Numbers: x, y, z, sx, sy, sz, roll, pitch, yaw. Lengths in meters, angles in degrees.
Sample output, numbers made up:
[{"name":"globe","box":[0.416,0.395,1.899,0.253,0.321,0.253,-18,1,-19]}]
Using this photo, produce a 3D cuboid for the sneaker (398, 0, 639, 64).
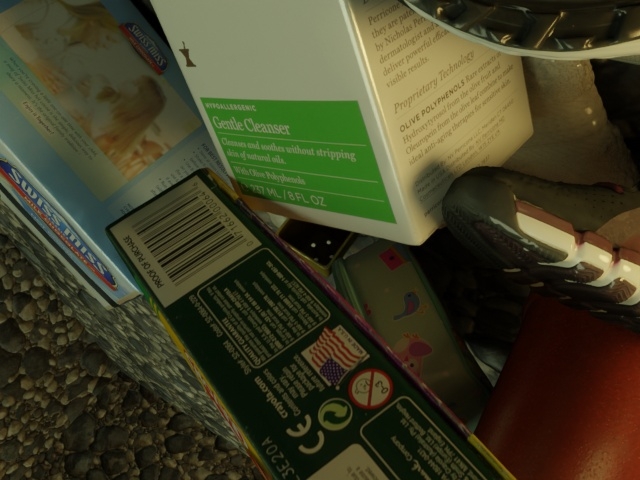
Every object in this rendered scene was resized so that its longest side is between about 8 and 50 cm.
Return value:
[{"name":"sneaker","box":[0.144,-0.124,0.313,0.271,0.100,0.108,12,-172,2]}]

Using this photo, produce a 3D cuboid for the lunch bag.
[{"name":"lunch bag","box":[0.113,0.135,0.752,0.279,0.107,0.224,58,-174,-48]}]

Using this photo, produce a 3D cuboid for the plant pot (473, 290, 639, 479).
[{"name":"plant pot","box":[0.256,0.164,0.558,0.272,0.265,0.272,30,151,18]}]

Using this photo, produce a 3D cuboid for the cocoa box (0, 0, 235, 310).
[{"name":"cocoa box","box":[-0.275,-0.117,0.825,0.347,0.231,0.228,50,153,-10]}]

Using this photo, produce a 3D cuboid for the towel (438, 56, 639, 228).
[{"name":"towel","box":[0.125,-0.089,0.587,0.282,0.049,0.187,0,134,51]}]

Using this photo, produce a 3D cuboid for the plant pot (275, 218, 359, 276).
[{"name":"plant pot","box":[0.000,0.000,0.846,0.081,0.082,0.083,32,163,15]}]

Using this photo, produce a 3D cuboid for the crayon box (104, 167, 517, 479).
[{"name":"crayon box","box":[0.005,0.159,0.520,0.363,0.106,0.313,43,161,40]}]

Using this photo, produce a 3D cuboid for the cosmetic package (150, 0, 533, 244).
[{"name":"cosmetic package","box":[-0.011,-0.199,0.420,0.196,0.155,0.366,13,135,47]}]

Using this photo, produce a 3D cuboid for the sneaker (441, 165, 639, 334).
[{"name":"sneaker","box":[0.220,-0.024,0.421,0.281,0.163,0.106,24,174,-13]}]
